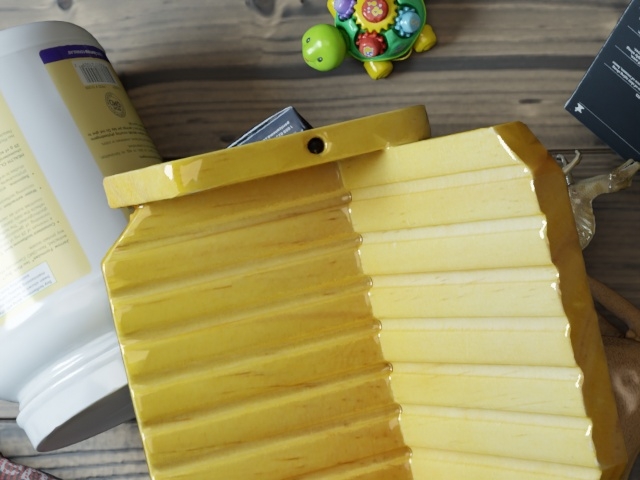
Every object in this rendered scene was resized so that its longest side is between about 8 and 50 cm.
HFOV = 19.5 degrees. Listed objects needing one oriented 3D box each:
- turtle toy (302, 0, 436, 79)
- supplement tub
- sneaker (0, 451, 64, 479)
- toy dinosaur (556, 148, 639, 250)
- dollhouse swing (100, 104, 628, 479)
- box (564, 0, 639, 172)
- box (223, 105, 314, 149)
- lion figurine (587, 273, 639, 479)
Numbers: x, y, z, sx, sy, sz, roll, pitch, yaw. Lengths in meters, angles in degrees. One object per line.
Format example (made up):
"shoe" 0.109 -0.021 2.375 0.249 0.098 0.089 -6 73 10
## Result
"turtle toy" 0.042 -0.201 1.743 0.130 0.066 0.095 -33 80 4
"supplement tub" -0.239 -0.003 1.678 0.241 0.241 0.331 -29 80 5
"sneaker" -0.285 0.254 1.731 0.276 0.135 0.097 31 102 34
"toy dinosaur" 0.209 -0.017 1.685 0.183 0.053 0.092 -55 51 24
"dollhouse swing" 0.018 0.087 1.430 0.315 0.305 0.347 -13 94 -10
"box" 0.366 -0.107 1.612 0.261 0.184 0.103 42 53 11
"box" 0.000 0.000 1.683 0.108 0.153 0.207 -35 79 4
"lion figurine" 0.220 0.193 1.608 0.240 0.142 0.392 20 103 28
